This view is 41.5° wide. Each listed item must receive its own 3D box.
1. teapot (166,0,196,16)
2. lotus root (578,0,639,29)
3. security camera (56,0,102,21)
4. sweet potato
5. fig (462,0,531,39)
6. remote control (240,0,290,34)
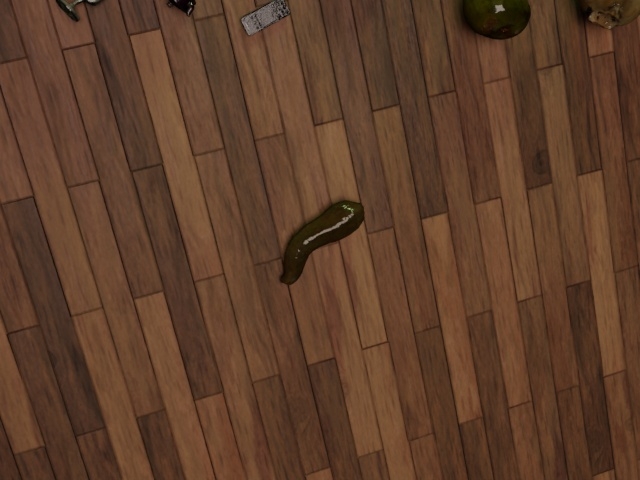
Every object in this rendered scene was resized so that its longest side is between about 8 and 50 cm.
[{"bbox_3d":[-0.268,-0.451,1.558,0.045,0.068,0.100,-45,74,1],"label":"teapot"},{"bbox_3d":[0.625,-0.575,1.716,0.160,0.146,0.284,16,96,-35],"label":"lotus root"},{"bbox_3d":[-0.427,-0.445,1.529,0.092,0.058,0.058,-46,109,-9],"label":"security camera"},{"bbox_3d":[-0.005,-0.003,1.733,0.233,0.062,0.081,-41,110,1],"label":"sweet potato"},{"bbox_3d":[0.339,-0.488,1.697,0.132,0.185,0.127,-9,143,-17],"label":"fig"},{"bbox_3d":[-0.107,-0.433,1.629,0.096,0.014,0.039,-30,108,-7],"label":"remote control"}]
